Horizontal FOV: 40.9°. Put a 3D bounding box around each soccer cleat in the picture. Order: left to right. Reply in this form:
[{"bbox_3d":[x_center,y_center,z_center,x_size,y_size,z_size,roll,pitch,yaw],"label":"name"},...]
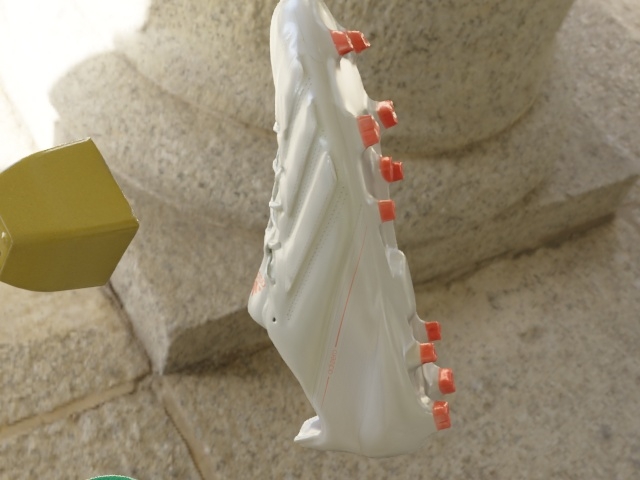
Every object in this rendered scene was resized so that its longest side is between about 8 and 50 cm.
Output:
[{"bbox_3d":[0.000,0.000,0.350,0.076,0.196,0.068,-11,11,16],"label":"soccer cleat"}]

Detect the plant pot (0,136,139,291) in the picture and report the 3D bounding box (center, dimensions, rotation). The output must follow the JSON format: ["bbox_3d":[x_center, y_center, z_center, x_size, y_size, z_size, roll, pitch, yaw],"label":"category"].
[{"bbox_3d":[-0.191,-0.013,0.595,0.083,0.081,0.081,-14,64,-42],"label":"plant pot"}]

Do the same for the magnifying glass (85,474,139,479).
[{"bbox_3d":[-0.091,0.230,0.491,0.092,0.026,0.231,-25,49,-27],"label":"magnifying glass"}]
